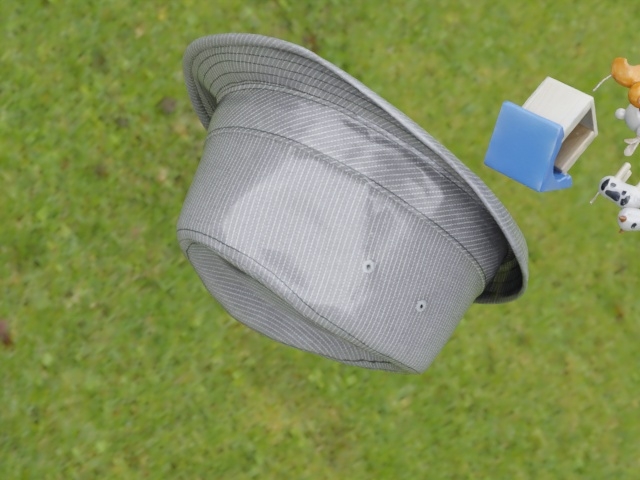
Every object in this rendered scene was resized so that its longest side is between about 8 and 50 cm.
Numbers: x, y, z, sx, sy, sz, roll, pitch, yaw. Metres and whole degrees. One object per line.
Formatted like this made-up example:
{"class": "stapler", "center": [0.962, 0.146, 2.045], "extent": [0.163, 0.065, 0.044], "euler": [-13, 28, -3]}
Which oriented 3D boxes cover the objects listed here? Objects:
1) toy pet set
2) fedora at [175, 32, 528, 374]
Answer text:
{"class": "toy pet set", "center": [0.160, -0.051, 0.842], "extent": [0.114, 0.122, 0.065], "euler": [30, 69, 30]}
{"class": "fedora", "center": [0.000, 0.000, 0.914], "extent": [0.275, 0.243, 0.124], "euler": [41, 70, -36]}
